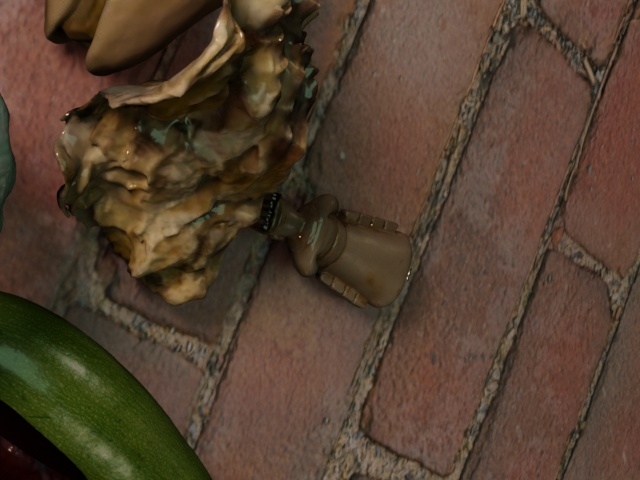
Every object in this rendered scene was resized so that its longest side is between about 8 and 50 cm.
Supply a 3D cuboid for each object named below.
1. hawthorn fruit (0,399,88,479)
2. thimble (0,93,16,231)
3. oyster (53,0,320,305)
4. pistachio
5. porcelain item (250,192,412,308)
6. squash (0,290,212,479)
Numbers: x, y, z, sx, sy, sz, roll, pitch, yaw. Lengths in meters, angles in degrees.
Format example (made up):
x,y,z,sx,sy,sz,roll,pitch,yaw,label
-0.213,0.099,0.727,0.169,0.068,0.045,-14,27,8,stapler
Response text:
x,y,z,sx,sy,sz,roll,pitch,yaw,label
-0.280,0.199,1.078,0.215,0.215,0.249,-2,122,-49,hawthorn fruit
-0.301,-0.032,0.991,0.235,0.198,0.143,-49,143,12,thimble
-0.084,-0.079,1.218,0.238,0.115,0.351,-34,156,-40,oyster
-0.112,-0.212,1.214,0.226,0.136,0.136,-49,133,-21,pistachio
0.000,0.000,1.450,0.213,0.054,0.084,24,79,-50,porcelain item
-0.168,0.156,1.262,0.107,0.107,0.395,-56,135,-22,squash
